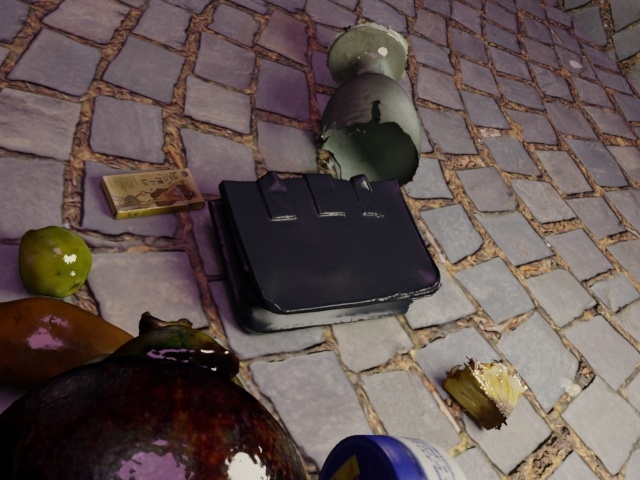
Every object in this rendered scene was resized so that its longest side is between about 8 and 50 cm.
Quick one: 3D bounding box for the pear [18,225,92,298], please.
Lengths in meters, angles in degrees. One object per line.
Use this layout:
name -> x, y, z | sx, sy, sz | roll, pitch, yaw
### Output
pear -> -0.339, 0.023, 0.844 | 0.097, 0.092, 0.092 | 39, 44, 5

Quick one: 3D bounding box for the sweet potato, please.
sweet potato -> -0.316, 0.119, 0.760 | 0.359, 0.112, 0.112 | 16, 46, -21

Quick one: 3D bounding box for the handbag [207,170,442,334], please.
handbag -> 0.000, 0.000, 1.039 | 0.325, 0.118, 0.269 | -2, 61, -32

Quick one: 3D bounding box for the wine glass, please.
wine glass -> 0.092, -0.247, 1.255 | 0.190, 0.190, 0.357 | 19, 47, -15

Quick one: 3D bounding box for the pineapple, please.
pineapple -> 0.262, 0.233, 1.020 | 0.137, 0.069, 0.116 | 14, 46, -22

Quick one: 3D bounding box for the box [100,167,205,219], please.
box -> -0.253, -0.073, 1.023 | 0.149, 0.020, 0.073 | -11, 59, -37

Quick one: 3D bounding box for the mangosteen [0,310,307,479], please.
mangosteen -> -0.164, 0.241, 0.606 | 0.330, 0.330, 0.330 | 16, 46, -18

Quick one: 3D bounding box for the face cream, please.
face cream -> 0.081, 0.322, 0.739 | 0.111, 0.206, 0.206 | 12, 48, -28
